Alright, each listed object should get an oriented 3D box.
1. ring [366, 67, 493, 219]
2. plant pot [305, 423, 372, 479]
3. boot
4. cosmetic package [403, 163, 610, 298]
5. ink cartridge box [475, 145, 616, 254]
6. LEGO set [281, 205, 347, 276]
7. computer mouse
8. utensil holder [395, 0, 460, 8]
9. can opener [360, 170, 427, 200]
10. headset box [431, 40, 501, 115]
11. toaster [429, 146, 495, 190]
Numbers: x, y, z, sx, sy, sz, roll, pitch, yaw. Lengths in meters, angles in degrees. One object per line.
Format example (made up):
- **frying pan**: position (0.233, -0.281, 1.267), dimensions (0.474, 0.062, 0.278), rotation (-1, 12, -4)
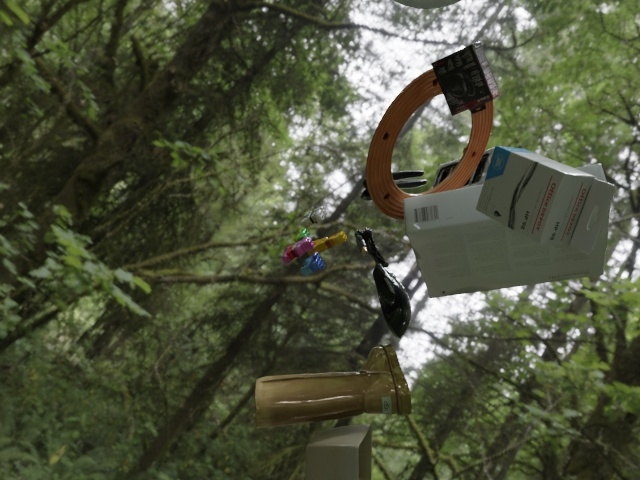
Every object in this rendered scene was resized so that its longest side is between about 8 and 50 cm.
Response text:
- **ring**: position (0.220, -0.195, 1.277), dimensions (0.032, 0.336, 0.336), rotation (41, -10, 43)
- **plant pot**: position (0.030, 0.376, 1.075), dimensions (0.096, 0.109, 0.109), rotation (2, 4, 16)
- **boot**: position (0.015, 0.263, 1.175), dimensions (0.270, 0.089, 0.236), rotation (-4, 8, -3)
- **cosmetic package**: position (0.385, -0.005, 1.307), dimensions (0.377, 0.097, 0.284), rotation (-9, -37, 14)
- **ink cartridge box**: position (0.308, -0.059, 0.886), dimensions (0.060, 0.104, 0.180), rotation (3, 20, -28)
- **LEGO set**: position (0.000, 0.000, 1.415), dimensions (0.093, 0.227, 0.087), rotation (-26, -71, 24)
- **computer mouse**: position (0.150, 0.083, 1.451), dimensions (0.184, 0.060, 0.262), rotation (55, 17, -42)
- **utensil holder**: position (0.115, -0.606, 1.004), dimensions (0.385, 0.328, 0.327), rotation (54, -5, 35)
- **can opener**: position (0.184, -0.147, 1.574), dimensions (0.073, 0.186, 0.059), rotation (-29, -101, 66)
- **headset box**: position (0.190, -0.206, 0.820), dimensions (0.062, 0.032, 0.083), rotation (-17, -77, 42)
- **toaster**: position (0.354, -0.117, 1.489), dimensions (0.168, 0.185, 0.110), rotation (-15, -50, 47)
